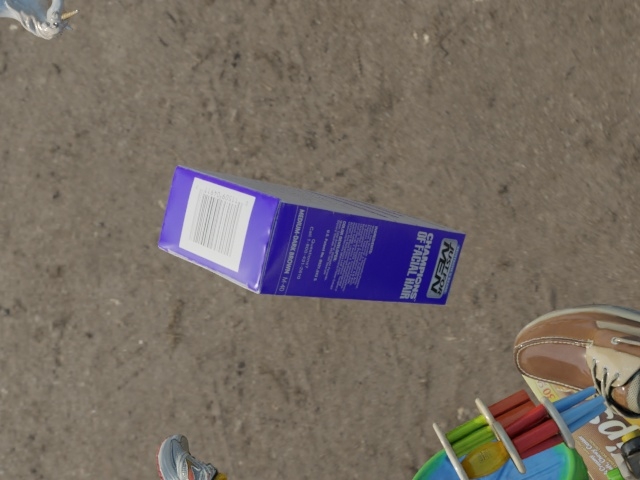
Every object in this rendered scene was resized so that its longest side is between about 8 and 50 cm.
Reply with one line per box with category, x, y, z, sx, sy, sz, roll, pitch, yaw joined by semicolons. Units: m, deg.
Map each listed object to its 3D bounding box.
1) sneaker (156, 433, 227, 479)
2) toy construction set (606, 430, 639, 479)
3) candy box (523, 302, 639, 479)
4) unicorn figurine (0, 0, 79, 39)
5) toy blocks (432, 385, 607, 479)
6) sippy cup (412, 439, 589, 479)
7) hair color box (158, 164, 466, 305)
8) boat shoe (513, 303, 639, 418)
sneaker;-0.186;0.376;1.253;0.092;0.088;0.225;-26;36;-9
toy construction set;0.583;0.398;1.295;0.237;0.309;0.257;-24;80;20
candy box;0.519;0.299;1.508;0.183;0.087;0.316;-34;90;14
unicorn figurine;-0.316;-0.255;0.847;0.162;0.060;0.111;-6;69;3
toy blocks;0.189;0.175;0.781;0.148;0.123;0.054;-28;96;2
sippy cup;0.256;0.395;1.059;0.305;0.240;0.224;-29;106;-8
hair color box;0.000;0.000;0.991;0.185;0.339;0.110;20;100;43
boat shoe;0.394;0.161;1.046;0.324;0.116;0.123;-3;121;36
